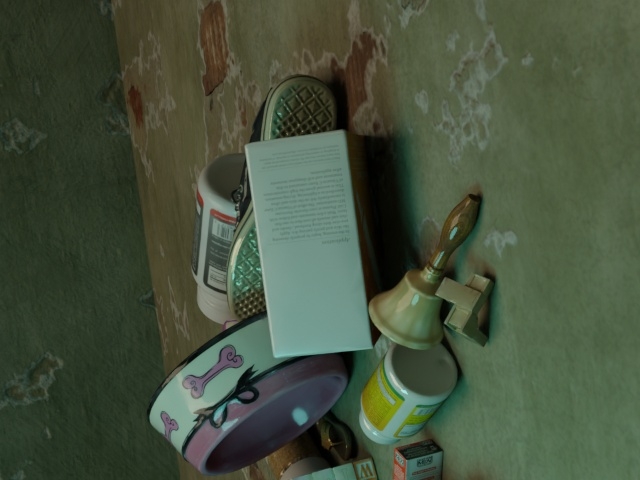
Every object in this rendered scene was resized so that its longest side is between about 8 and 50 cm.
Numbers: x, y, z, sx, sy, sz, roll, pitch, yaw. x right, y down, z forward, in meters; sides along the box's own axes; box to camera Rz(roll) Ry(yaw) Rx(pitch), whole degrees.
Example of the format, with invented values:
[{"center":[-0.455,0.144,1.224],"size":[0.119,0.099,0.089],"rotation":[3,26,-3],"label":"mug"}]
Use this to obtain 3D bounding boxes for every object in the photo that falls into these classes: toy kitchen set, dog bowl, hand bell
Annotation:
[{"center":[0.212,0.094,1.281],"size":[0.068,0.075,0.083],"rotation":[25,83,43],"label":"toy kitchen set"},{"center":[-0.123,0.303,1.739],"size":[0.150,0.408,0.408],"rotation":[53,147,24],"label":"dog bowl"},{"center":[0.173,0.033,1.312],"size":[0.126,0.126,0.242],"rotation":[61,138,41],"label":"hand bell"}]

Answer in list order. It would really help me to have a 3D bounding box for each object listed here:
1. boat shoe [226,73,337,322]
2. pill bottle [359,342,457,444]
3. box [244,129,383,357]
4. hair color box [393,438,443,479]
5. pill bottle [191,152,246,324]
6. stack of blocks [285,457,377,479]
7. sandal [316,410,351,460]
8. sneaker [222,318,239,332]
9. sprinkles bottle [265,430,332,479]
[{"center":[-0.075,-0.071,1.706],"size":[0.156,0.186,0.500],"rotation":[-127,46,-70],"label":"boat shoe"},{"center":[0.132,0.249,1.436],"size":[0.208,0.117,0.118],"rotation":[112,143,-52],"label":"pill bottle"},{"center":[0.000,0.000,1.489],"size":[0.215,0.168,0.345],"rotation":[-27,-70,-78],"label":"box"},{"center":[0.160,0.408,1.484],"size":[0.043,0.072,0.141],"rotation":[-141,48,-59],"label":"hair color box"},{"center":[-0.179,0.006,1.977],"size":[0.210,0.210,0.363],"rotation":[-119,30,-41],"label":"pill bottle"},{"center":[-0.050,0.506,1.731],"size":[0.171,0.297,0.087],"rotation":[133,126,-64],"label":"stack of blocks"},{"center":[0.017,0.403,1.856],"size":[0.180,0.049,0.072],"rotation":[-142,48,-59],"label":"sandal"},{"center":[-0.185,0.272,2.002],"size":[0.282,0.102,0.161],"rotation":[111,162,-54],"label":"sneaker"},{"center":[-0.084,0.449,2.022],"size":[0.355,0.121,0.121],"rotation":[-128,37,-51],"label":"sprinkles bottle"}]
